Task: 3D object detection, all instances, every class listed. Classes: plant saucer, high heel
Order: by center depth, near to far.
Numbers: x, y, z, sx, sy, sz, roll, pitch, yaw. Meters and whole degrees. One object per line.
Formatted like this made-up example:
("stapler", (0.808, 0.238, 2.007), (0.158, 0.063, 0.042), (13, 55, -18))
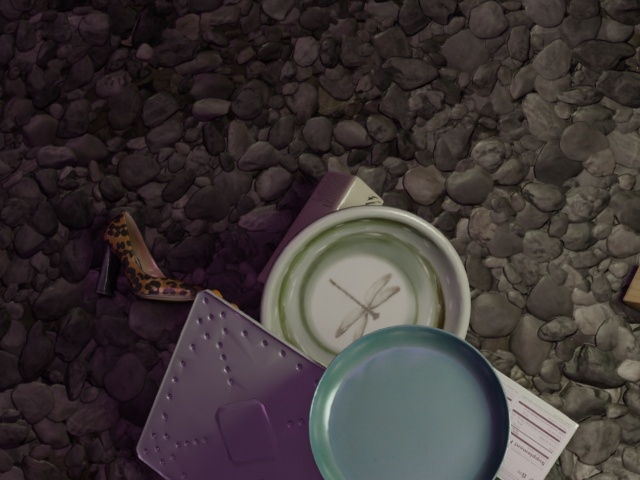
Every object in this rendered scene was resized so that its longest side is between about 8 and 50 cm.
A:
("plant saucer", (0.140, 0.289, 1.379), (0.317, 0.044, 0.318), (-6, 63, 11))
("plant saucer", (0.079, 0.125, 1.645), (0.400, 0.100, 0.400), (-2, 101, -11))
("high heel", (-0.343, 0.032, 1.801), (0.261, 0.093, 0.186), (5, 78, 21))

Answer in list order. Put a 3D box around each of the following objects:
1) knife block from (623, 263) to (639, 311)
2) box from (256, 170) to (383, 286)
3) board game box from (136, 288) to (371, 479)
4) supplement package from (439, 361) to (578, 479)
("knife block", (0.695, 0.103, 1.528), (0.275, 0.242, 0.088), (26, 77, 17))
("box", (0.000, 0.000, 1.737), (0.113, 0.094, 0.275), (19, 73, 55))
("board game box", (-0.122, 0.340, 1.581), (0.390, 0.050, 0.390), (31, 112, 19))
("supplement package", (0.306, 0.334, 1.502), (0.204, 0.262, 0.145), (33, 79, 19))
